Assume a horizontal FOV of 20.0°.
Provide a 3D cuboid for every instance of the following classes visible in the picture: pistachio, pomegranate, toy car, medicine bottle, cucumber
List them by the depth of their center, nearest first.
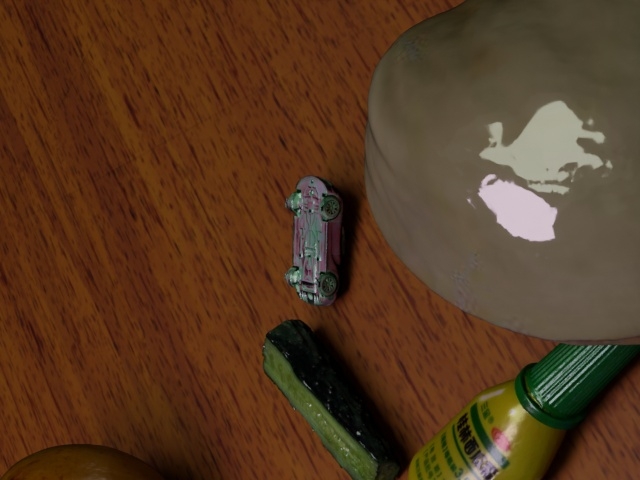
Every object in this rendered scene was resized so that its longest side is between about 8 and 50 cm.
[{"bbox_3d":[0.234,-0.088,1.600,0.445,0.281,0.365,11,82,33],"label":"pistachio"},{"bbox_3d":[0.198,0.166,1.716,0.309,0.076,0.111,-48,54,28],"label":"medicine bottle"},{"bbox_3d":[0.020,0.173,1.915,0.211,0.062,0.078,46,150,33],"label":"cucumber"},{"bbox_3d":[0.000,0.000,1.962,0.069,0.055,0.142,11,102,54],"label":"toy car"},{"bbox_3d":[-0.262,0.359,2.043,0.264,0.264,0.264,-9,77,45],"label":"pomegranate"}]
